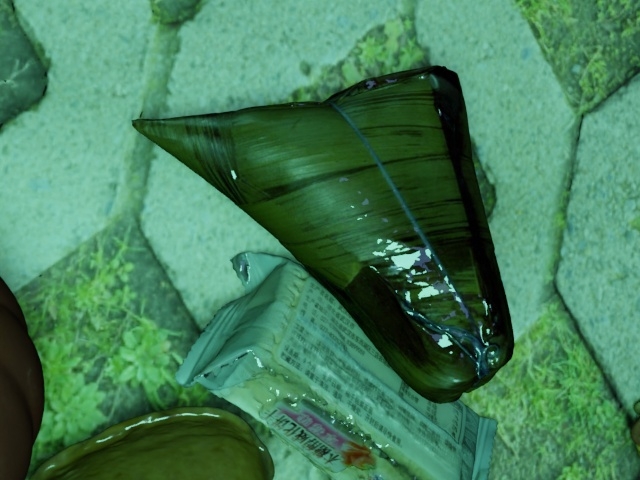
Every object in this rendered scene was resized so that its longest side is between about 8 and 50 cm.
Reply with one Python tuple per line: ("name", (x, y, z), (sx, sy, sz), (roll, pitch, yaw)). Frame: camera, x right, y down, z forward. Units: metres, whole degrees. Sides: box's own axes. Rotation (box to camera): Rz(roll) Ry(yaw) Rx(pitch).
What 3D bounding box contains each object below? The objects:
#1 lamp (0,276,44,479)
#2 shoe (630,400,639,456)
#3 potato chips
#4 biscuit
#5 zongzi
("lamp", (-0.338, 0.100, 0.580), (0.303, 0.303, 0.257), (23, 119, -15))
("shoe", (0.363, 0.181, 0.896), (0.109, 0.072, 0.069), (-43, 132, 9))
("potato chips", (-0.141, 0.200, 0.738), (0.202, 0.049, 0.150), (-19, 124, 4))
("biscuit", (0.031, 0.145, 0.762), (0.309, 0.079, 0.186), (40, 35, -14))
("zongzi", (0.000, 0.000, 0.738), (0.300, 0.138, 0.286), (-2, 68, -16))
